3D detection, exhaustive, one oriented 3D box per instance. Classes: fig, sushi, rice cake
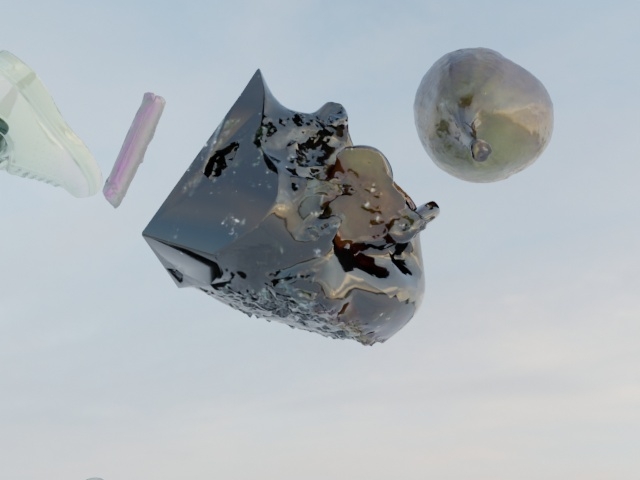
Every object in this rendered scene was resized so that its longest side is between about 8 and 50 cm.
[{"bbox_3d":[0.179,-0.130,1.045,0.170,0.274,0.145,39,-67,0],"label":"fig"},{"bbox_3d":[0.000,0.001,0.882,0.212,0.215,0.227,16,-29,30],"label":"sushi"},{"bbox_3d":[-0.394,-0.194,1.941,0.055,0.270,0.049,33,-18,-35],"label":"rice cake"}]

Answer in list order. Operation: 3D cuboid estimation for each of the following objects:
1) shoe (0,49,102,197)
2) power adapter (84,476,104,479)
[{"bbox_3d":[-0.372,-0.120,1.170,0.095,0.110,0.265,30,-23,28],"label":"shoe"},{"bbox_3d":[-0.262,0.348,1.029,0.125,0.130,0.205,-36,-46,-9],"label":"power adapter"}]
